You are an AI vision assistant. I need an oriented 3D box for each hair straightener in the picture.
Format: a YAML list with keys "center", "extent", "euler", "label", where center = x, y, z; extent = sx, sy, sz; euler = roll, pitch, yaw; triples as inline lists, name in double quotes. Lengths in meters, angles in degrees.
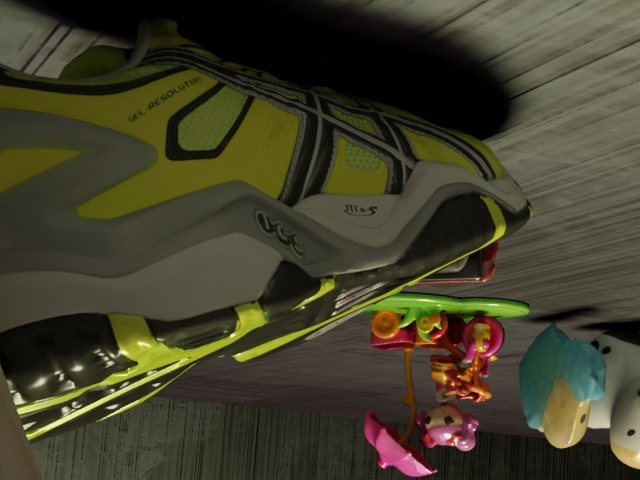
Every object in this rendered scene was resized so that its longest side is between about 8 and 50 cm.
- center: [0.000, 0.000, 1.018]
  extent: [0.230, 0.047, 0.089]
  euler: [3, 170, 31]
  label: "hair straightener"

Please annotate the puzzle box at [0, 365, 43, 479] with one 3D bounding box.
- center: [-0.188, 0.068, 0.528]
  extent: [0.052, 0.409, 0.272]
  euler: [-24, -170, -37]
  label: "puzzle box"

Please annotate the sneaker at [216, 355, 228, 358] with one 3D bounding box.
- center: [-0.122, 0.076, 1.386]
  extent: [0.132, 0.086, 0.229]
  euler: [2, -179, -15]
  label: "sneaker"

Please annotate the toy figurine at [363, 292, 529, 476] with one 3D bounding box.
- center: [0.103, 0.136, 1.360]
  extent: [0.173, 0.159, 0.130]
  euler: [-1, 168, 26]
  label: "toy figurine"

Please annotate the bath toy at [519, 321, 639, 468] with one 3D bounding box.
- center: [0.368, 0.147, 1.421]
  extent: [0.348, 0.151, 0.129]
  euler: [6, 143, -24]
  label: "bath toy"

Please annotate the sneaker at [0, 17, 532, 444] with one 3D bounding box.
- center: [-0.029, -0.029, 0.646]
  extent: [0.145, 0.147, 0.385]
  euler: [-31, 170, 28]
  label: "sneaker"
